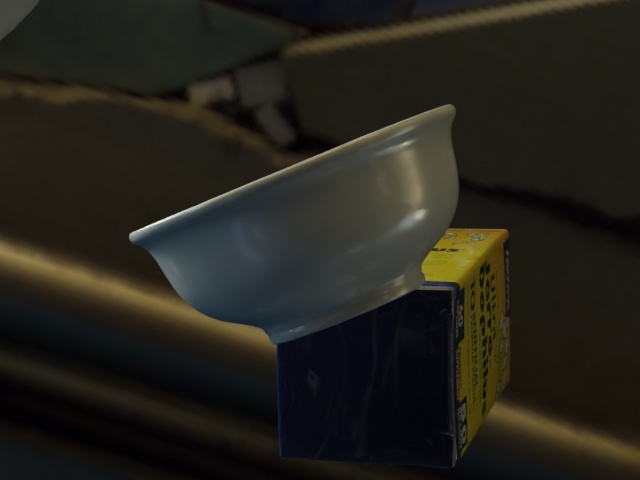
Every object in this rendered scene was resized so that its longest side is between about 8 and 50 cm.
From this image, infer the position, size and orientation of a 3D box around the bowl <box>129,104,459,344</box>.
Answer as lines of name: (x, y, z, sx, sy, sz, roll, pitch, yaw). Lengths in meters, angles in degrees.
bowl: (0.000, 0.000, 1.560, 0.298, 0.298, 0.134, -24, -88, -58)

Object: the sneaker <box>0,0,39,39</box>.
sneaker: (-0.184, -0.173, 0.806, 0.080, 0.212, 0.094, -36, -124, -11)

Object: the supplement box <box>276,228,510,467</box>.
supplement box: (0.091, 0.108, 2.073, 0.195, 0.194, 0.356, 1, -169, 14)
